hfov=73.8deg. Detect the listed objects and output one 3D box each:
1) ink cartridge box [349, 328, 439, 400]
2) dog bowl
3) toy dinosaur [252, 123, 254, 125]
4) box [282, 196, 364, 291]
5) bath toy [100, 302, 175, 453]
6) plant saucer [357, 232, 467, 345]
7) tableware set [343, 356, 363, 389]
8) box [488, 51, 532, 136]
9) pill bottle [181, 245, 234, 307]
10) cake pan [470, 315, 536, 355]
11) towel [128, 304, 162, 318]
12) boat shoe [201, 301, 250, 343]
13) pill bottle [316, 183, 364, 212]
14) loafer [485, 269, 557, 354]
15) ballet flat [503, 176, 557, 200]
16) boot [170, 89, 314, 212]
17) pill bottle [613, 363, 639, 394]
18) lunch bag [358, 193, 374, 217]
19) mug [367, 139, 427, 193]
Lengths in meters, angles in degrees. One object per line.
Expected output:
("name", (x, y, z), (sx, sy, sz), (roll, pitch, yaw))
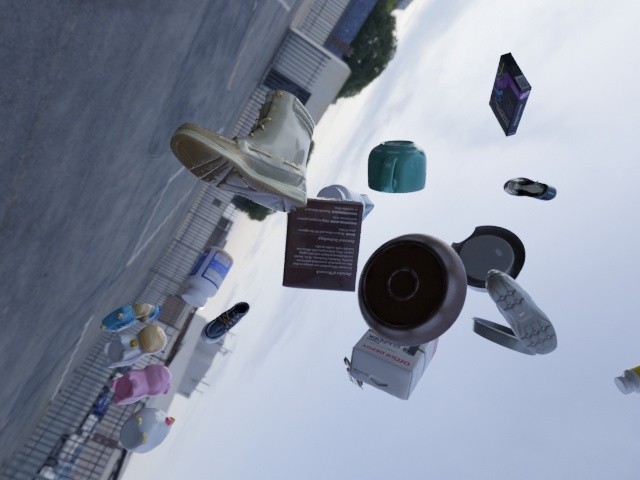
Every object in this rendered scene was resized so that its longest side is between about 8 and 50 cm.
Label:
("ink cartridge box", (0.241, 0.349, 1.357), (0.273, 0.197, 0.114), (-34, 134, -51))
("dog bowl", (0.800, 0.096, 2.053), (0.349, 0.102, 0.348), (-13, -126, 19))
("toy dinosaur", (-0.182, -0.328, 1.445), (0.064, 0.118, 0.268), (-59, -160, 32))
("box", (0.000, 0.000, 1.004), (0.168, 0.167, 0.203), (-117, -149, -81))
("bath toy", (-0.436, 0.337, 1.064), (0.152, 0.129, 0.348), (-25, -110, 18))
("plant saucer", (0.224, 0.119, 1.126), (0.311, 0.050, 0.310), (-13, -115, 30))
("tableware set", (0.126, 0.485, 1.578), (0.024, 0.103, 0.154), (-19, 180, -15))
("box", (0.443, -0.339, 1.005), (0.162, 0.029, 0.116), (63, 12, -63))
("pill bottle", (-0.532, 0.173, 2.001), (0.152, 0.152, 0.272), (-41, -159, 55))
("cake pan", (0.750, 0.388, 1.732), (0.293, 0.293, 0.054), (-147, -105, -77))
("towel", (-0.641, 0.257, 1.538), (0.067, 0.120, 0.029), (-51, -132, 28))
("boat shoe", (-0.301, 0.253, 1.359), (0.083, 0.065, 0.183), (-46, 175, 30))
("pill bottle", (0.063, -0.121, 1.423), (0.124, 0.124, 0.221), (-57, 161, 10))
("loafer", (0.609, 0.214, 1.289), (0.112, 0.319, 0.111), (-32, -163, 21))
("ballet flat", (0.702, -0.182, 1.460), (0.074, 0.074, 0.203), (-60, -146, -1))
("boot", (-0.118, -0.184, 0.744), (0.095, 0.262, 0.203), (-16, -121, 47))
("pill bottle", (0.829, 0.355, 1.099), (0.116, 0.065, 0.065), (-22, -161, 3))
("lunch bag", (0.123, -0.108, 1.862), (0.176, 0.090, 0.219), (-11, 149, -41))
("mug", (0.170, -0.162, 0.923), (0.157, 0.130, 0.097), (-119, -155, -67))
